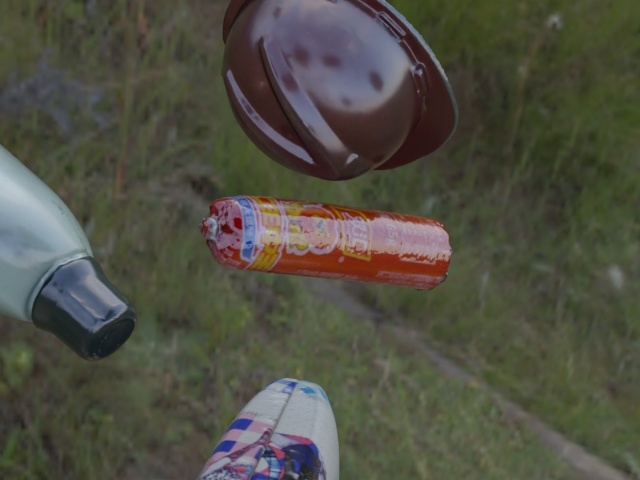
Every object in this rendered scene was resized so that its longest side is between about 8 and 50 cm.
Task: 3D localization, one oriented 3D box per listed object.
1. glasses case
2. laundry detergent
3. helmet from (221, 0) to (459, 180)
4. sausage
[{"bbox_3d":[-0.043,0.182,0.876,0.076,0.125,0.327,7,20,9],"label":"glasses case"},{"bbox_3d":[-0.180,-0.019,0.833,0.226,0.099,0.070,39,82,20],"label":"laundry detergent"},{"bbox_3d":[0.001,-0.056,0.680,0.111,0.089,0.057,40,41,-15],"label":"helmet"},{"bbox_3d":[0.000,0.000,0.690,0.129,0.034,0.034,8,33,-41],"label":"sausage"}]
